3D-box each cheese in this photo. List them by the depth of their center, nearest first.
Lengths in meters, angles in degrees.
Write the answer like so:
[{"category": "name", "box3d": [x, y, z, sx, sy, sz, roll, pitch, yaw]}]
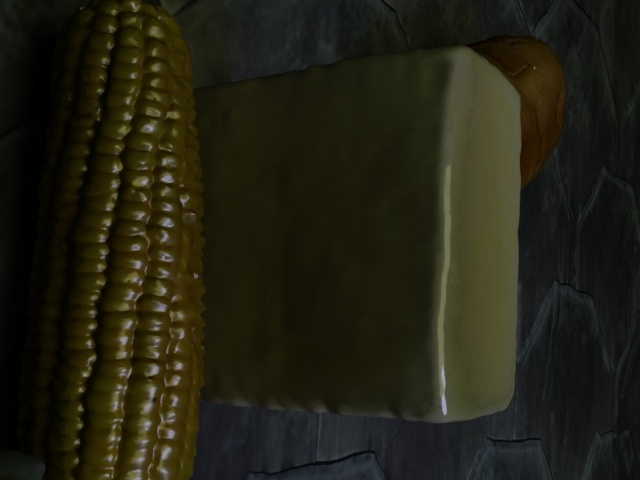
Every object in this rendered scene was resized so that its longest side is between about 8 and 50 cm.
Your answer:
[{"category": "cheese", "box3d": [0.000, 0.000, 0.630, 0.124, 0.266, 0.242, 9, 80, -55]}]

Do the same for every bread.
[{"category": "bread", "box3d": [0.171, -0.125, 0.985, 0.344, 0.149, 0.195, -35, 116, -50]}]

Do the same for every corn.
[{"category": "corn", "box3d": [-0.132, 0.020, 0.568, 0.120, 0.120, 0.363, 10, 80, -55]}]

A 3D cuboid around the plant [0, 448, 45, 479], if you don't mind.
[{"category": "plant", "box3d": [-0.229, 0.154, 0.416, 0.194, 0.129, 0.132, 26, 70, -48]}]
